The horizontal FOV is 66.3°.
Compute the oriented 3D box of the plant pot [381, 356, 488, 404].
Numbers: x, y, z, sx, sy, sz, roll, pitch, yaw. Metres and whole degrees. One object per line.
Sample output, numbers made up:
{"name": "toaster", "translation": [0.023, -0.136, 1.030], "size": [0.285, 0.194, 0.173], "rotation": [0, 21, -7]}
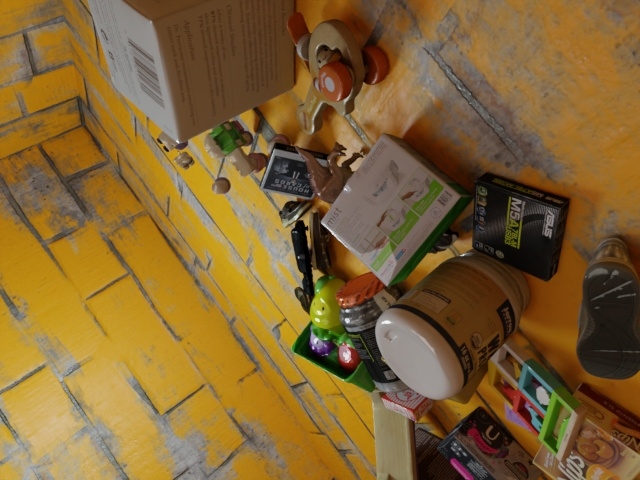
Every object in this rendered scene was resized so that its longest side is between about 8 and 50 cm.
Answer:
{"name": "plant pot", "translation": [0.340, 0.323, 1.354], "size": [0.187, 0.212, 0.212], "rotation": [50, 155, -19]}

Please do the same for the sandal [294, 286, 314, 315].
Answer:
{"name": "sandal", "translation": [-0.051, 0.250, 2.035], "size": [0.090, 0.060, 0.219], "rotation": [41, 164, 38]}

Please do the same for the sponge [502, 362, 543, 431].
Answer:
{"name": "sponge", "translation": [0.547, 0.428, 1.302], "size": [0.117, 0.031, 0.210], "rotation": [22, 137, 47]}

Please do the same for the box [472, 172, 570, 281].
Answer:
{"name": "box", "translation": [0.407, -0.029, 1.020], "size": [0.184, 0.045, 0.191], "rotation": [32, 145, 41]}

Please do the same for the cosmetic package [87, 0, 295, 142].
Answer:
{"name": "cosmetic package", "translation": [-0.311, -0.524, 1.245], "size": [0.327, 0.393, 0.330], "rotation": [40, 148, 26]}

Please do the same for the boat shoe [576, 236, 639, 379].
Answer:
{"name": "boat shoe", "translation": [0.555, 0.144, 0.935], "size": [0.118, 0.103, 0.321], "rotation": [2, 129, 35]}

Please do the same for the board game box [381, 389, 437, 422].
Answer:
{"name": "board game box", "translation": [0.310, 0.474, 1.550], "size": [0.146, 0.193, 0.045], "rotation": [1, 121, 57]}

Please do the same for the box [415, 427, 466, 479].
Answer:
{"name": "box", "translation": [0.444, 0.834, 1.733], "size": [0.381, 0.191, 0.143], "rotation": [2, 122, 58]}

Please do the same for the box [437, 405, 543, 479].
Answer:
{"name": "box", "translation": [0.512, 0.661, 1.491], "size": [0.247, 0.142, 0.163], "rotation": [43, 149, 20]}

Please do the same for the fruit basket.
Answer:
{"name": "fruit basket", "translation": [0.055, 0.320, 1.749], "size": [0.392, 0.283, 0.392], "rotation": [34, 160, 14]}

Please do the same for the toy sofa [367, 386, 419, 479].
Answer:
{"name": "toy sofa", "translation": [0.271, 0.689, 1.719], "size": [0.150, 0.177, 0.363], "rotation": [-11, 71, 30]}

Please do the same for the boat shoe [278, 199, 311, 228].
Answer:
{"name": "boat shoe", "translation": [-0.100, -0.101, 1.703], "size": [0.073, 0.080, 0.223], "rotation": [51, 157, -3]}

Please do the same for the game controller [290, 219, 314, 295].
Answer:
{"name": "game controller", "translation": [-0.052, 0.069, 1.726], "size": [0.319, 0.067, 0.167], "rotation": [83, 171, -59]}

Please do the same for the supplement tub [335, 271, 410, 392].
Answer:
{"name": "supplement tub", "translation": [0.193, 0.278, 1.511], "size": [0.207, 0.207, 0.338], "rotation": [-8, 113, 60]}

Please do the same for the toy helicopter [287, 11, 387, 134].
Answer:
{"name": "toy helicopter", "translation": [-0.004, -0.387, 1.193], "size": [0.235, 0.140, 0.355], "rotation": [54, 155, 7]}

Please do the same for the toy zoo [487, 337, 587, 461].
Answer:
{"name": "toy zoo", "translation": [0.497, 0.359, 1.190], "size": [0.293, 0.030, 0.193], "rotation": [-129, 26, -49]}

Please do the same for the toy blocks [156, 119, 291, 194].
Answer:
{"name": "toy blocks", "translation": [-0.288, -0.328, 1.585], "size": [0.289, 0.308, 0.260], "rotation": [52, -165, -10]}

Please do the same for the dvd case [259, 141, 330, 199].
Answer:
{"name": "dvd case", "translation": [-0.077, -0.204, 1.490], "size": [0.239, 0.179, 0.030], "rotation": [125, 152, -60]}

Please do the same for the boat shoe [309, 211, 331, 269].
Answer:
{"name": "boat shoe", "translation": [0.000, 0.000, 1.672], "size": [0.081, 0.068, 0.228], "rotation": [-90, -3, -55]}

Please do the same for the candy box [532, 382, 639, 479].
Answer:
{"name": "candy box", "translation": [0.644, 0.502, 1.166], "size": [0.183, 0.087, 0.317], "rotation": [36, 147, 35]}

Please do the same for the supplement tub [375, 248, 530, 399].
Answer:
{"name": "supplement tub", "translation": [0.303, 0.177, 1.110], "size": [0.228, 0.316, 0.228], "rotation": [38, 148, 30]}

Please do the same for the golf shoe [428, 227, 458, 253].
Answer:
{"name": "golf shoe", "translation": [0.264, -0.068, 1.194], "size": [0.093, 0.077, 0.198], "rotation": [-33, 89, 40]}

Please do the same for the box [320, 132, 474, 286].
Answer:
{"name": "box", "translation": [0.169, -0.071, 1.129], "size": [0.231, 0.126, 0.262], "rotation": [44, 114, 21]}

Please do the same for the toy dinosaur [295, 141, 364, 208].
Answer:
{"name": "toy dinosaur", "translation": [0.049, -0.134, 1.289], "size": [0.200, 0.295, 0.127], "rotation": [-59, 32, 19]}
